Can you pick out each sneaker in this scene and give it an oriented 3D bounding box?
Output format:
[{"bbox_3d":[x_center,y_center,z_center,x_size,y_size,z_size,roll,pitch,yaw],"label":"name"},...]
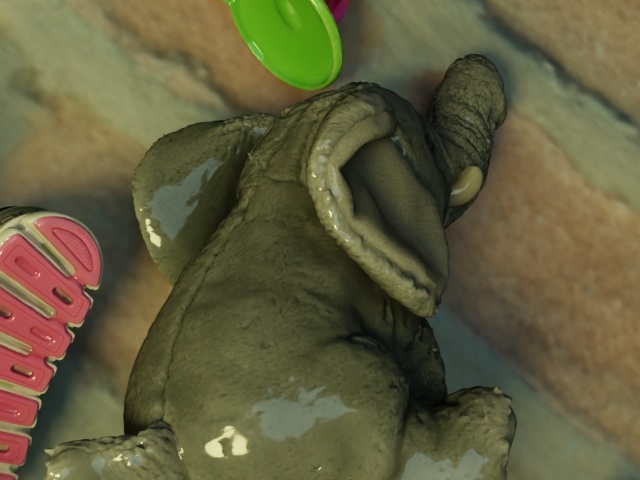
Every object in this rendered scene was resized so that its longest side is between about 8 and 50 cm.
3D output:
[{"bbox_3d":[-0.152,0.055,0.480,0.063,0.075,0.170,26,97,-28],"label":"sneaker"}]

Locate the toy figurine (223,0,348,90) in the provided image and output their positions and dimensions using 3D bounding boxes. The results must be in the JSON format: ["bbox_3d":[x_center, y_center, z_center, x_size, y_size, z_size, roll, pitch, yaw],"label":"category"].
[{"bbox_3d":[0.010,-0.188,0.547,0.159,0.130,0.173,-42,116,-27],"label":"toy figurine"}]

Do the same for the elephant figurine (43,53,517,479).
[{"bbox_3d":[0.000,0.000,0.486,0.169,0.186,0.239,2,76,6],"label":"elephant figurine"}]
